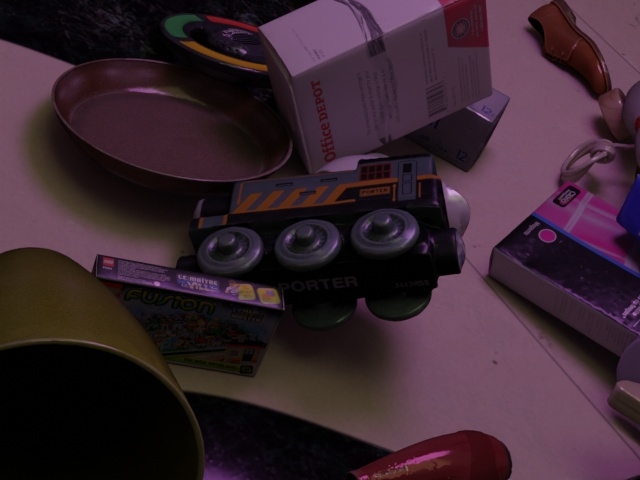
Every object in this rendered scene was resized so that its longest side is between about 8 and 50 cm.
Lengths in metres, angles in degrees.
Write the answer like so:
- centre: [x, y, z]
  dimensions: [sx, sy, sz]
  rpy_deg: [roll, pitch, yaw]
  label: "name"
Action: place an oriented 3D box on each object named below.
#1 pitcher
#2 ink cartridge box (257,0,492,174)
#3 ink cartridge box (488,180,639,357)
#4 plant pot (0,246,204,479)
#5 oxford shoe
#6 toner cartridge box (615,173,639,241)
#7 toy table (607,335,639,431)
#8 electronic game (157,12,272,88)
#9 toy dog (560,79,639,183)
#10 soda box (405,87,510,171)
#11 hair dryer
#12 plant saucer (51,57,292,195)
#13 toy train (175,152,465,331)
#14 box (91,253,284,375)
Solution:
- centre: [0.067, -0.060, 1.741]
  dimensions: [0.207, 0.125, 0.178]
  rpy_deg: [0, 34, -42]
  label: "pitcher"
- centre: [0.076, -0.237, 1.786]
  dimensions: [0.283, 0.207, 0.117]
  rpy_deg: [-25, 54, -9]
  label: "ink cartridge box"
- centre: [0.416, 0.072, 1.734]
  dimensions: [0.371, 0.069, 0.176]
  rpy_deg: [35, 54, 24]
  label: "ink cartridge box"
- centre: [-0.266, 0.135, 1.260]
  dimensions: [0.275, 0.274, 0.293]
  rpy_deg: [9, 24, -19]
  label: "plant pot"
- centre: [0.419, -0.314, 2.263]
  dimensions: [0.076, 0.076, 0.212]
  rpy_deg: [-24, 56, -8]
  label: "oxford shoe"
- centre: [0.540, 0.037, 1.658]
  dimensions: [0.165, 0.075, 0.348]
  rpy_deg: [-1, 33, -34]
  label: "toner cartridge box"
- centre: [0.454, 0.221, 1.541]
  dimensions: [0.274, 0.252, 0.161]
  rpy_deg: [21, 19, 20]
  label: "toy table"
- centre: [-0.117, -0.271, 1.896]
  dimensions: [0.229, 0.048, 0.229]
  rpy_deg: [14, 23, -6]
  label: "electronic game"
- centre: [0.521, -0.150, 2.044]
  dimensions: [0.161, 0.220, 0.333]
  rpy_deg: [52, 44, -16]
  label: "toy dog"
- centre: [0.124, -0.224, 1.968]
  dimensions: [0.286, 0.098, 0.091]
  rpy_deg: [30, 39, 8]
  label: "soda box"
- centre: [0.164, 0.295, 1.409]
  dimensions: [0.293, 0.080, 0.223]
  rpy_deg: [24, 39, 0]
  label: "hair dryer"
- centre: [-0.190, -0.140, 1.716]
  dimensions: [0.311, 0.050, 0.310]
  rpy_deg: [13, 30, -7]
  label: "plant saucer"
- centre: [0.000, 0.000, 1.546]
  dimensions: [0.334, 0.142, 0.190]
  rpy_deg: [-7, 41, 12]
  label: "toy train"
- centre: [-0.154, 0.083, 1.459]
  dimensions: [0.207, 0.114, 0.036]
  rpy_deg: [11, 41, -16]
  label: "box"
